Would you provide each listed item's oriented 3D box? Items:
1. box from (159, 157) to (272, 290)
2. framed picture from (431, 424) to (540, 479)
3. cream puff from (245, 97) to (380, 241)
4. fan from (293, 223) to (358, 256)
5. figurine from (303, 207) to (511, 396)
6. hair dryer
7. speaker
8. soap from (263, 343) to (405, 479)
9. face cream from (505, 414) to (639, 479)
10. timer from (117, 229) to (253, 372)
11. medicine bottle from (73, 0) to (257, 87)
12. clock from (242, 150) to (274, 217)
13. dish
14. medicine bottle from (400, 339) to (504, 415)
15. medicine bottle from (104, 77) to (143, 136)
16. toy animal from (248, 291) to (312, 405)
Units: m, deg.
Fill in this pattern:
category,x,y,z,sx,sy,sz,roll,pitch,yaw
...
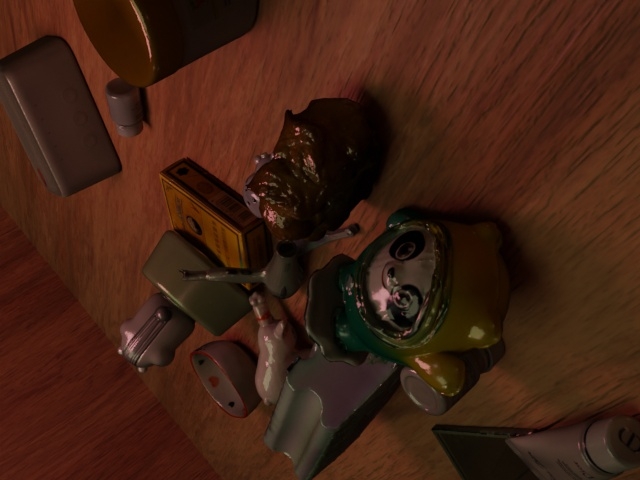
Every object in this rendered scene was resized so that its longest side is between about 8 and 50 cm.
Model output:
category,x,y,z,sx,sy,sz,roll,pitch,yaw
box,-0.244,-0.041,1.874,0.301,0.084,0.193,35,145,31
framed picture,0.369,0.464,1.577,0.232,0.024,0.315,58,152,-7
cream puff,0.001,-0.113,1.322,0.154,0.241,0.269,33,116,23
fan,0.000,0.000,1.628,0.282,0.023,0.057,-10,111,60
figurine,0.153,0.091,1.283,0.231,0.324,0.340,22,156,-38
hair dryer,-0.146,0.055,1.697,0.229,0.267,0.092,134,138,-56
speaker,-0.721,-0.327,2.168,0.183,0.184,0.406,19,135,46
soap,0.042,0.305,1.639,0.156,0.261,0.446,44,148,18
face cream,0.424,0.355,1.323,0.143,0.089,0.314,45,156,7
timer,-0.366,0.181,1.973,0.290,0.315,0.291,39,173,6
medicine bottle,-0.266,-0.415,1.360,0.238,0.232,0.238,36,147,28
clock,-0.104,-0.116,1.594,0.176,0.080,0.117,-13,111,58
dish,-0.255,0.385,2.307,0.256,0.117,0.256,36,145,30
medicine bottle,0.225,0.212,1.368,0.105,0.168,0.105,36,146,30
medicine bottle,-0.465,-0.317,1.911,0.080,0.080,0.130,38,147,27
toy animal,-0.095,0.258,1.947,0.140,0.138,0.283,14,110,38
